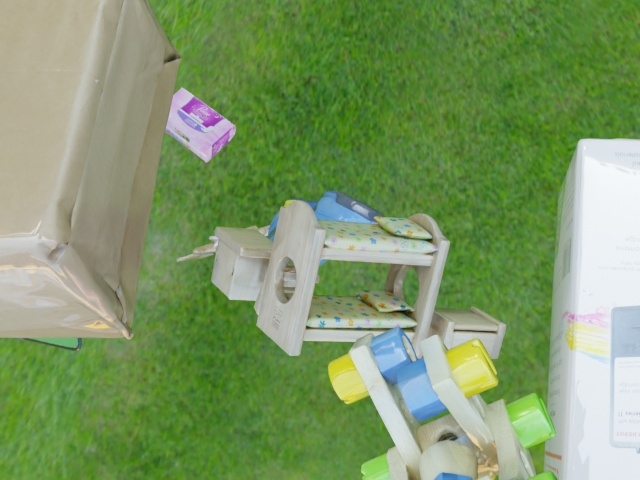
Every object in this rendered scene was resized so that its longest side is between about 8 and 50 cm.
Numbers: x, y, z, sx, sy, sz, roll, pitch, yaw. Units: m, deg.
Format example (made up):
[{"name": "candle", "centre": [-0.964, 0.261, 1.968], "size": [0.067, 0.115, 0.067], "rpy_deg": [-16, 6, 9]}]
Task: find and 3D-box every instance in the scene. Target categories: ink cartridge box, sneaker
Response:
[{"name": "ink cartridge box", "centre": [0.249, 0.115, 0.811], "size": [0.119, 0.207, 0.354], "rpy_deg": [4, 81, 9]}, {"name": "sneaker", "centre": [0.000, 0.000, 1.019], "size": [0.069, 0.209, 0.082], "rpy_deg": [32, 76, -19]}]

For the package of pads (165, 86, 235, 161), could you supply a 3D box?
[{"name": "package of pads", "centre": [-0.141, -0.130, 1.123], "size": [0.083, 0.050, 0.032], "rpy_deg": [36, 151, 13]}]

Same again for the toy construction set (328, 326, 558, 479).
[{"name": "toy construction set", "centre": [0.129, 0.208, 0.596], "size": [0.151, 0.215, 0.327], "rpy_deg": [-40, 115, 18]}]

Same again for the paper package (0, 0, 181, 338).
[{"name": "paper package", "centre": [-0.308, -0.081, 0.856], "size": [0.324, 0.310, 0.168], "rpy_deg": [-2, 150, 12]}]

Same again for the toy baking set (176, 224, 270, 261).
[{"name": "toy baking set", "centre": [-0.130, -0.009, 1.652], "size": [0.256, 0.196, 0.030], "rpy_deg": [-18, 88, -21]}]

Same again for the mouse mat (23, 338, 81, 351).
[{"name": "mouse mat", "centre": [-0.312, 0.024, 1.085], "size": [0.152, 0.007, 0.190], "rpy_deg": [2, 105, 49]}]

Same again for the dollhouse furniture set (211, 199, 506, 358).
[{"name": "dollhouse furniture set", "centre": [0.032, 0.013, 0.779], "size": [0.181, 0.161, 0.101], "rpy_deg": [5, 105, -30]}]
